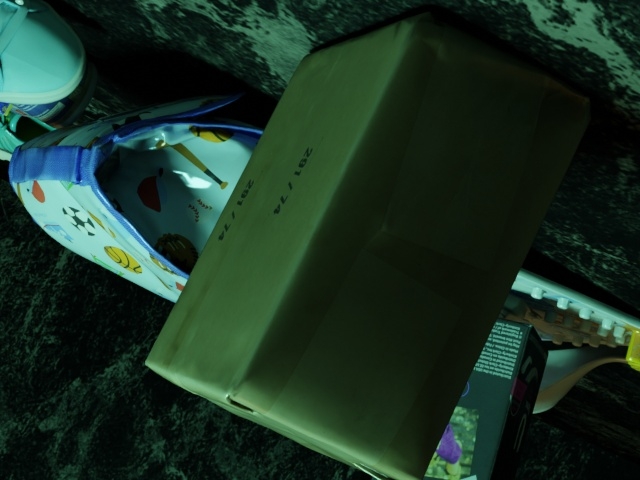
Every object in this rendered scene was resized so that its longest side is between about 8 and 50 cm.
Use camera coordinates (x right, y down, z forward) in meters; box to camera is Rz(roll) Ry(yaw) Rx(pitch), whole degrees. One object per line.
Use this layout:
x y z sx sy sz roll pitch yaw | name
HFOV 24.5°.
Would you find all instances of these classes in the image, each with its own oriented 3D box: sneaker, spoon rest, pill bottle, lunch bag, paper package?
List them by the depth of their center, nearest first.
0.027 0.006 1.197 0.168 0.324 0.309 28 172 -17 | paper package
-0.403 -0.248 1.494 0.366 0.135 0.150 26 175 -15 | sneaker
-0.136 -0.041 1.683 0.386 0.238 0.328 18 174 -25 | lunch bag
-0.355 -0.209 1.740 0.169 0.094 0.094 30 170 -36 | pill bottle
0.351 0.187 2.045 0.276 0.084 0.137 -3 -157 24 | spoon rest
-0.517 -0.193 2.398 0.275 0.107 0.110 21 153 -4 | sneaker

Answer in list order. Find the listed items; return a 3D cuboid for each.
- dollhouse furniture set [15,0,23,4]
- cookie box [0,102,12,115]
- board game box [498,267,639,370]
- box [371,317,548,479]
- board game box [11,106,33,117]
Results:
-0.247 -0.248 1.226 0.091 0.081 0.114 27 171 -17 | dollhouse furniture set
-0.415 -0.220 1.860 0.040 0.091 0.107 24 173 25 | cookie box
0.200 0.086 1.895 0.390 0.050 0.390 22 168 -27 | board game box
0.169 0.229 1.797 0.143 0.270 0.165 13 170 20 | box
-0.482 -0.236 2.145 0.201 0.035 0.136 31 170 -40 | board game box
